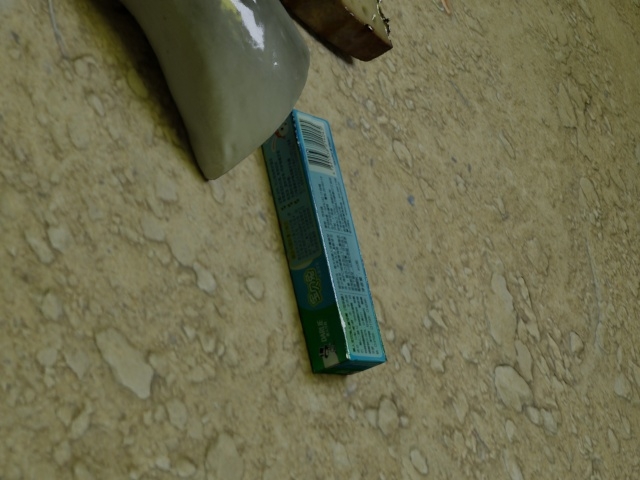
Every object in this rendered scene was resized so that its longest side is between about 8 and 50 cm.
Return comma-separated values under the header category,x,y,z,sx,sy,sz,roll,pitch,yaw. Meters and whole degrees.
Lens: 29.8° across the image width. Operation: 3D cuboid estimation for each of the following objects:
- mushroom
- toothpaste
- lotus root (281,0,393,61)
category,x,y,z,sx,sy,sz,roll,pitch,yaw
mushroom,-0.160,-0.256,1.071,0.397,0.126,0.177,51,42,-28
toothpaste,0.000,0.000,1.200,0.065,0.050,0.266,12,60,-54
lotus root,-0.013,-0.339,1.391,0.170,0.074,0.260,-4,74,-56
